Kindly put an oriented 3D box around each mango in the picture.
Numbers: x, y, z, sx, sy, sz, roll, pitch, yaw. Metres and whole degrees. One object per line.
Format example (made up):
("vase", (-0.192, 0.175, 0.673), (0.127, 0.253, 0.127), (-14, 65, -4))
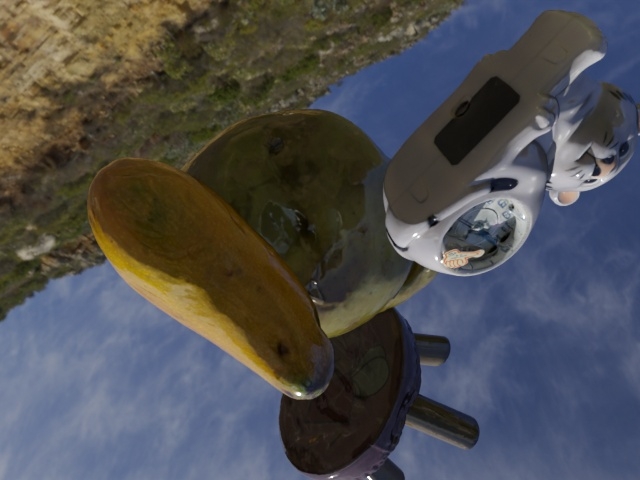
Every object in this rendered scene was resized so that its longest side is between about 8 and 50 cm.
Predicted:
("mango", (-0.064, 0.018, 0.339), (0.190, 0.098, 0.075), (39, -80, 7))

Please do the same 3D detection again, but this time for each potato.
("potato", (0.003, 0.001, 0.561), (0.218, 0.351, 0.203), (-45, -118, 15))

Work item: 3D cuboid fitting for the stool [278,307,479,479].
("stool", (0.080, 0.231, 0.830), (0.272, 0.178, 0.272), (-42, -148, 33))

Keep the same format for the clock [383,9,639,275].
("clock", (0.127, -0.043, 0.367), (0.176, 0.117, 0.080), (-47, -144, 20))
